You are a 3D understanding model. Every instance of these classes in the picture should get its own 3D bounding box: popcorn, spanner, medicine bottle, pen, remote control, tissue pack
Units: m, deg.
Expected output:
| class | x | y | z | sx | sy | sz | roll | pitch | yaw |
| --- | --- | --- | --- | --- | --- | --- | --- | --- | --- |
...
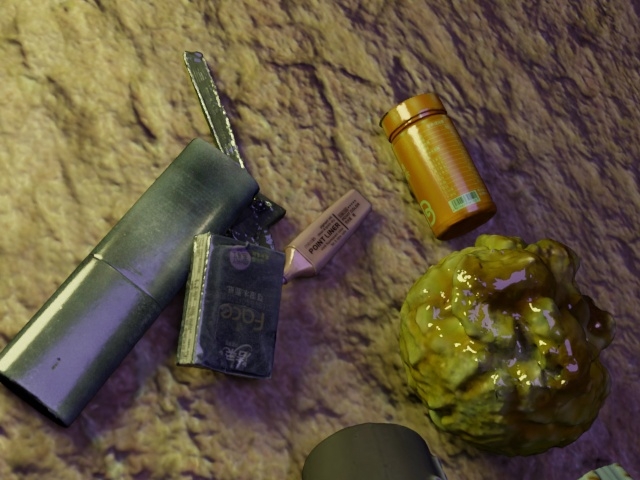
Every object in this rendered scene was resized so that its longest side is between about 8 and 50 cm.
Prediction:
| class | x | y | z | sx | sy | sz | roll | pitch | yaw |
| --- | --- | --- | --- | --- | --- | --- | --- | --- | --- |
| popcorn | 0.230 | 0.131 | 1.125 | 0.282 | 0.247 | 0.282 | 17 | 60 | -31 |
| spanner | -0.121 | -0.112 | 1.206 | 0.093 | 0.026 | 0.325 | -12 | 69 | -30 |
| medicine bottle | 0.165 | -0.103 | 1.297 | 0.096 | 0.096 | 0.192 | -16 | 73 | -32 |
| pen | 0.000 | 0.000 | 1.202 | 0.053 | 0.032 | 0.197 | 44 | 53 | -1 |
| remote control | -0.212 | 0.035 | 1.058 | 0.107 | 0.044 | 0.377 | 35 | 59 | 1 |
| tissue pack | -0.102 | 0.078 | 1.070 | 0.112 | 0.051 | 0.156 | 17 | 72 | -36 |

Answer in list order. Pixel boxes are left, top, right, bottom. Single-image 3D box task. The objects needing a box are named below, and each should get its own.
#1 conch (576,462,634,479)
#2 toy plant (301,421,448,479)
| class | x | y | z | sx | sy | sz | roll | pitch | yaw |
| --- | --- | --- | --- | --- | --- | --- | --- | --- | --- |
| conch | 0.315 | 0.416 | 0.996 | 0.215 | 0.303 | 0.319 | 23 | 61 | 41 |
| toy plant | 0.092 | 0.365 | 0.882 | 0.185 | 0.279 | 0.400 | 31 | 26 | -32 |
